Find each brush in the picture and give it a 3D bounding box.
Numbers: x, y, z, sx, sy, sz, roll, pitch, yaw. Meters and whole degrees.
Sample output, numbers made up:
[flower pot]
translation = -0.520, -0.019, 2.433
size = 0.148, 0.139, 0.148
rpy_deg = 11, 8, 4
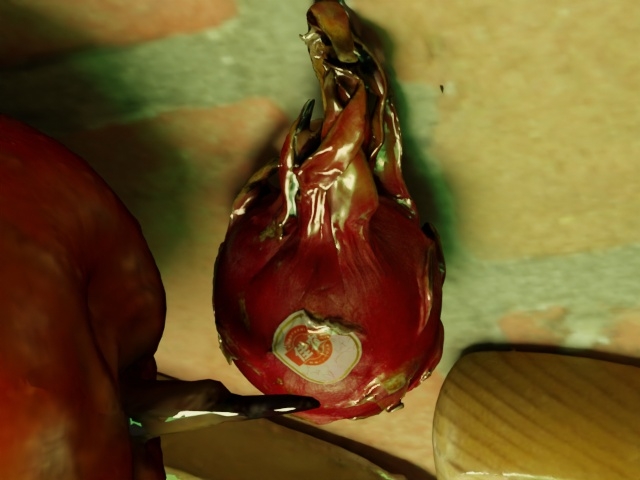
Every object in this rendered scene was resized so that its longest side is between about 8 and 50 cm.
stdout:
[brush]
translation = 0.148, 0.165, 0.790
size = 0.267, 0.166, 0.174
rpy_deg = 29, 140, -22

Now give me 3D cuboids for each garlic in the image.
[garlic]
translation = -0.043, 0.132, 0.858
size = 0.196, 0.087, 0.101
rpy_deg = 24, 129, -15

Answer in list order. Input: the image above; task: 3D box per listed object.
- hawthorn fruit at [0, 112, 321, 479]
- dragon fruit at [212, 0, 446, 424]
[hawthorn fruit]
translation = -0.150, 0.051, 0.639
size = 0.300, 0.254, 0.254
rpy_deg = -3, 142, 12
[dragon fruit]
translation = 0.000, 0.000, 0.666
size = 0.094, 0.094, 0.190
rpy_deg = 4, 139, 8
